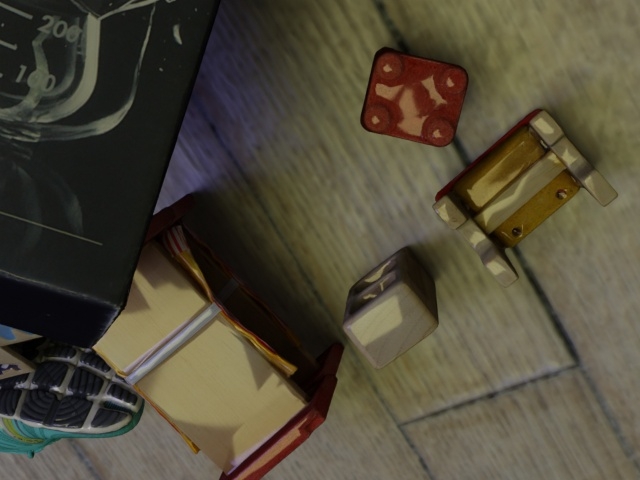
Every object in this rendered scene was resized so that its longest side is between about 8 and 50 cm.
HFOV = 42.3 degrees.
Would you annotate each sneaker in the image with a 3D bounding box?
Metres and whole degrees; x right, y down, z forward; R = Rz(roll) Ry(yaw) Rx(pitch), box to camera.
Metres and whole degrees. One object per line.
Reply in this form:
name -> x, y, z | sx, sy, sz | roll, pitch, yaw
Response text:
sneaker -> -0.286, 0.162, 0.827 | 0.276, 0.107, 0.110 | -3, 131, 25

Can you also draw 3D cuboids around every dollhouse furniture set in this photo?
dollhouse furniture set -> 0.000, 0.000, 0.636 | 0.374, 0.152, 0.201 | -41, 95, 12

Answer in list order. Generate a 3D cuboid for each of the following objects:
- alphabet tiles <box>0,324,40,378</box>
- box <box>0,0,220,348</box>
alphabet tiles -> -0.395, 0.057, 0.649 | 0.285, 0.011, 0.342 | -13, 147, 11
box -> -0.238, -0.142, 0.461 | 0.344, 0.312, 0.179 | 18, 161, -15
